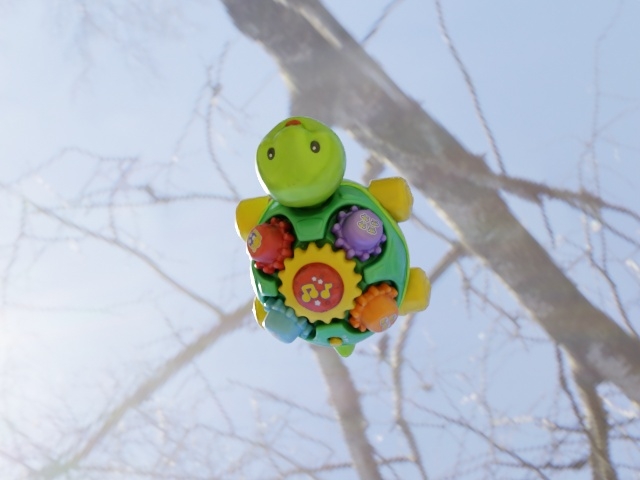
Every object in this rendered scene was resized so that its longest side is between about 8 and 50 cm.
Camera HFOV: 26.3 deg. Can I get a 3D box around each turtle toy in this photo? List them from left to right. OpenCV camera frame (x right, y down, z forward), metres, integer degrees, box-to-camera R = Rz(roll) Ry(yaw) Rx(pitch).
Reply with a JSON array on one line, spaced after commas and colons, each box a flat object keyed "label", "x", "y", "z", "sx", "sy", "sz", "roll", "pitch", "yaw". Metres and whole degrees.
[{"label": "turtle toy", "x": 0.000, "y": 0.000, "z": 0.684, "sx": 0.095, "sy": 0.130, "sz": 0.066, "roll": -9, "pitch": -164, "yaw": 12}]
